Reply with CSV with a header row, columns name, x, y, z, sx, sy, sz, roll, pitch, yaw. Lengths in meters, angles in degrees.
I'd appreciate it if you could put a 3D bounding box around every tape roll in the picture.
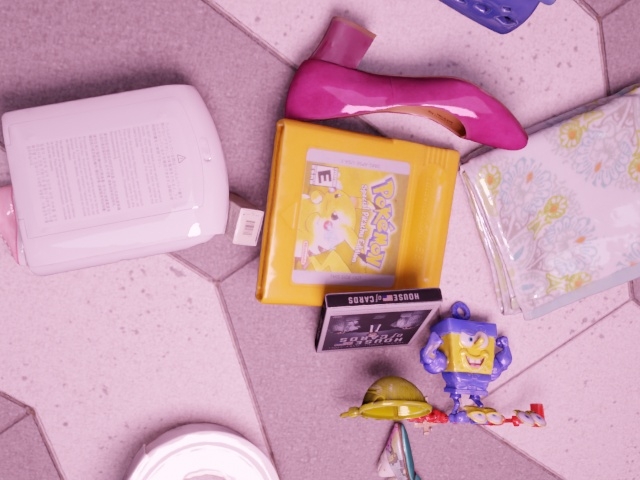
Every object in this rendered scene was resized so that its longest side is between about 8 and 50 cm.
name,x,y,z,sx,sy,sz,roll,pitch,yaw
tape roll,-0.211,0.467,1.016,0.286,0.100,0.286,3,81,-17

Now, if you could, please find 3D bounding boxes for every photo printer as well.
name,x,y,z,sx,sy,sz,roll,pitch,yaw
photo printer,-0.298,-0.098,0.892,0.308,0.107,0.256,-12,88,-4

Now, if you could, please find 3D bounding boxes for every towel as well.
name,x,y,z,sx,sy,sz,roll,pitch,yaw
towel,0.452,-0.060,1.031,0.375,0.090,0.320,-23,106,-2

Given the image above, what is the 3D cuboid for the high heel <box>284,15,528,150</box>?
name,x,y,z,sx,sy,sz,roll,pitch,yaw
high heel,0.136,-0.190,0.937,0.377,0.127,0.181,28,89,2

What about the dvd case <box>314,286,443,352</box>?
name,x,y,z,sx,sy,sz,roll,pitch,yaw
dvd case,0.086,0.137,0.977,0.179,0.238,0.029,-3,63,-6

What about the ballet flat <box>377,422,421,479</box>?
name,x,y,z,sx,sy,sz,roll,pitch,yaw
ballet flat,0.158,0.458,1.136,0.079,0.077,0.221,-17,107,17

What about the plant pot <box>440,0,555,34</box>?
name,x,y,z,sx,sy,sz,roll,pitch,yaw
plant pot,0.267,-0.465,0.842,0.236,0.212,0.236,24,99,-12

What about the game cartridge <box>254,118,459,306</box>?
name,x,y,z,sx,sy,sz,roll,pitch,yaw
game cartridge,0.068,-0.030,0.952,0.324,0.053,0.285,5,96,-22

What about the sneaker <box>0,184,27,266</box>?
name,x,y,z,sx,sy,sz,roll,pitch,yaw
sneaker,-0.503,-0.024,0.938,0.070,0.051,0.134,-3,101,-5

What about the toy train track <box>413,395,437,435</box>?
name,x,y,z,sx,sy,sz,roll,pitch,yaw
toy train track,0.206,0.344,1.138,0.048,0.014,0.083,-6,104,-6

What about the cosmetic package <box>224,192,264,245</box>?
name,x,y,z,sx,sy,sz,roll,pitch,yaw
cosmetic package,-0.137,-0.037,0.944,0.041,0.115,0.060,8,105,-32

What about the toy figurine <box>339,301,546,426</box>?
name,x,y,z,sx,sy,sz,roll,pitch,yaw
toy figurine,0.222,0.219,1.064,0.363,0.191,0.217,9,71,-18
